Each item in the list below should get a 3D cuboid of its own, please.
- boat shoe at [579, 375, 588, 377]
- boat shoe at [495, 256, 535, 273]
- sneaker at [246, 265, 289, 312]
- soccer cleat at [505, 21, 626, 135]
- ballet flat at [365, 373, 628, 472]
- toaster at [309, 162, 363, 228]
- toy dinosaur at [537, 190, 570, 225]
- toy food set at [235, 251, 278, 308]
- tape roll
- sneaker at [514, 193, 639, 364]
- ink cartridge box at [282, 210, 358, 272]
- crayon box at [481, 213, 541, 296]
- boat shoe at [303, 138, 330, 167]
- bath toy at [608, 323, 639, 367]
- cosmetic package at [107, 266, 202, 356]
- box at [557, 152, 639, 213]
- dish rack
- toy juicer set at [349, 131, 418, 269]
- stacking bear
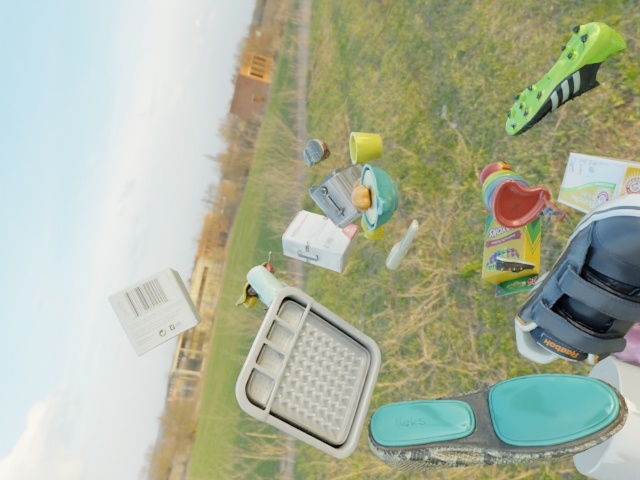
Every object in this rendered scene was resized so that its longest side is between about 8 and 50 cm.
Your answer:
[{"bbox_3d":[0.852,0.478,1.422,0.073,0.207,0.073,-48,-30,-36],"label":"boat shoe"},{"bbox_3d":[0.568,0.074,1.398,0.049,0.132,0.042,-147,64,-68],"label":"boat shoe"},{"bbox_3d":[-0.125,0.190,1.465,0.094,0.256,0.151,-40,56,-1],"label":"sneaker"},{"bbox_3d":[0.325,-0.205,0.648,0.179,0.072,0.060,123,155,-48],"label":"soccer cleat"},{"bbox_3d":[0.335,0.377,0.948,0.182,0.482,0.164,59,-155,-33],"label":"ballet flat"},{"bbox_3d":[0.080,-0.131,1.380,0.129,0.146,0.227,-35,-1,32],"label":"toaster"},{"bbox_3d":[0.506,-0.064,1.049,0.082,0.047,0.090,50,-165,-89],"label":"toy dinosaur"},{"bbox_3d":[-0.194,0.146,1.609,0.218,0.071,0.128,-55,-8,-25],"label":"toy food set"},{"bbox_3d":[0.642,0.382,0.969,0.246,0.169,0.246,18,-90,-75],"label":"tape roll"},{"bbox_3d":[0.331,0.074,0.584,0.127,0.126,0.321,-54,-20,-20],"label":"sneaker"},{"bbox_3d":[0.000,0.000,1.624,0.092,0.217,0.159,91,-157,-45],"label":"ink cartridge box"},{"bbox_3d":[0.685,0.029,1.721,0.202,0.081,0.319,-33,40,58],"label":"crayon box"},{"bbox_3d":[-0.003,-0.256,1.367,0.178,0.060,0.064,167,81,-78],"label":"boat shoe"},{"bbox_3d":[0.758,0.275,1.125,0.129,0.151,0.348,-62,-37,-63],"label":"bath toy"},{"bbox_3d":[-0.388,0.167,1.149,0.152,0.151,0.183,62,168,1],"label":"cosmetic package"},{"bbox_3d":[0.547,-0.097,0.885,0.203,0.114,0.103,-82,0,-75],"label":"box"},{"bbox_3d":[-0.025,0.296,1.074,0.072,0.332,0.286,-24,37,51],"label":"dish rack"},{"bbox_3d":[0.106,-0.059,0.990,0.329,0.089,0.209,-104,11,-44],"label":"toy juicer set"},{"bbox_3d":[0.628,-0.177,1.640,0.289,0.175,0.164,-87,11,-59],"label":"stacking bear"}]
